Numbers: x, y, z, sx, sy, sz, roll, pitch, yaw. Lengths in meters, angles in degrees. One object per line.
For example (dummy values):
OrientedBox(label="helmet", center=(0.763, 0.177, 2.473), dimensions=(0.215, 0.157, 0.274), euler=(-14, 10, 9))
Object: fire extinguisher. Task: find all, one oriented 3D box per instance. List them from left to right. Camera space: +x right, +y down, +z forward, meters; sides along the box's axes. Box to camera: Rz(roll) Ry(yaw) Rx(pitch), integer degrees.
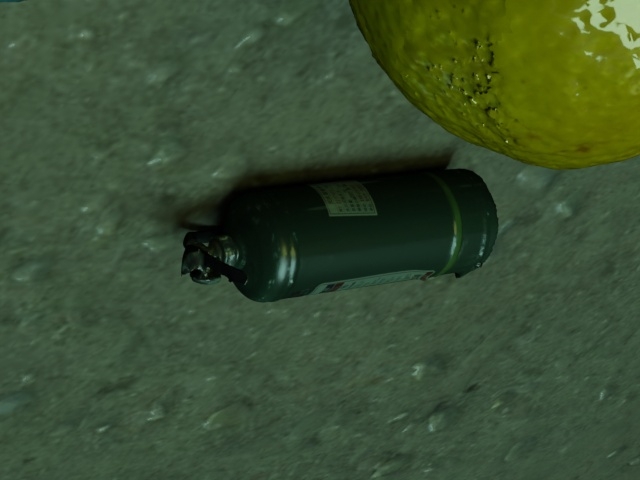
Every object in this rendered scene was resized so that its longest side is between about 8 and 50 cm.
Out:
OrientedBox(label="fire extinguisher", center=(0.000, 0.000, 1.179), dimensions=(0.294, 0.118, 0.093), euler=(-8, 110, -32))

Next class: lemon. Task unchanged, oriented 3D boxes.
OrientedBox(label="lemon", center=(0.141, -0.177, 0.840), dimensions=(0.293, 0.293, 0.293), euler=(-21, 150, -13))
